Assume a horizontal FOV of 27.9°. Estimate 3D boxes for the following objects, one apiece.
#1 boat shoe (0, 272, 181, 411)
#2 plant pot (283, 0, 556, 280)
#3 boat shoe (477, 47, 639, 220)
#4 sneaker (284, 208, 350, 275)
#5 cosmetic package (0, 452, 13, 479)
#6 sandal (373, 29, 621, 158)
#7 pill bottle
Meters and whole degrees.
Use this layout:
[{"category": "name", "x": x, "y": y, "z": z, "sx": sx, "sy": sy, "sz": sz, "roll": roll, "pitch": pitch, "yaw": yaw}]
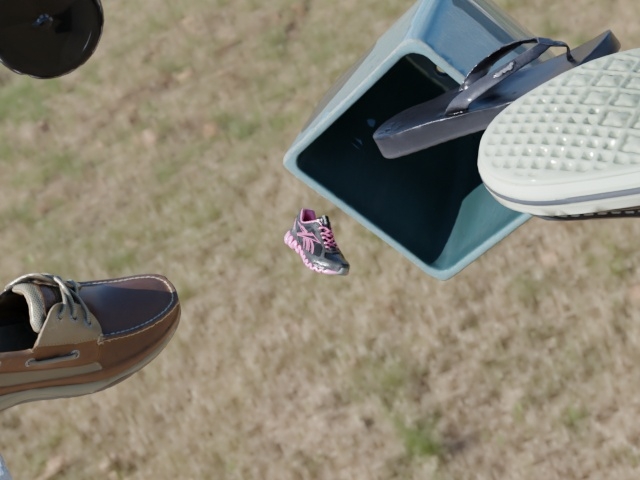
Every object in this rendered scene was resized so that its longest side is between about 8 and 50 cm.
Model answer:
[{"category": "boat shoe", "x": -0.289, "y": 0.097, "z": 1.363, "sx": 0.324, "sy": 0.116, "sz": 0.123, "roll": -21, "pitch": 51, "yaw": -32}, {"category": "plant pot", "x": 0.150, "y": -0.158, "z": 1.492, "sx": 0.248, "sy": 0.247, "sz": 0.252, "roll": -40, "pitch": 19, "yaw": 42}, {"category": "boat shoe", "x": 0.376, "y": -0.076, "z": 1.054, "sx": 0.500, "sy": 0.156, "sz": 0.187, "roll": -11, "pitch": 38, "yaw": -7}, {"category": "sneaker", "x": 0.000, "y": 0.000, "z": 1.528, "sx": 0.047, "sy": 0.057, "sz": 0.119, "roll": 8, "pitch": 22, "yaw": -38}, {"category": "cosmetic package", "x": -0.220, "y": 0.302, "z": 0.627, "sx": 0.230, "sy": 0.453, "sz": 0.161, "roll": -20, "pitch": 26, "yaw": -20}, {"category": "sandal", "x": 0.155, "y": -0.142, "z": 1.206, "sx": 0.254, "sy": 0.054, "sz": 0.097, "roll": -20, "pitch": 19, "yaw": 28}, {"category": "pill bottle", "x": -0.311, "y": -0.260, "z": 1.363, "sx": 0.122, "sy": 0.123, "sz": 0.219, "roll": -27, "pitch": 33, "yaw": -9}]
